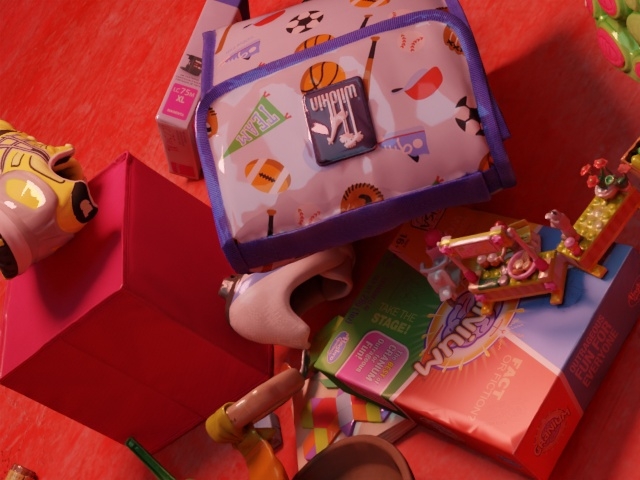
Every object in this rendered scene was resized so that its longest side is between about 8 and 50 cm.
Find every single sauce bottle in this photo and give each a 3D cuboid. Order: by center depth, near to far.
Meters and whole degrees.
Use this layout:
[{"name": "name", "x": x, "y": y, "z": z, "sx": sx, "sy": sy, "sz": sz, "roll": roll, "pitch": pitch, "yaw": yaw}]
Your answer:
[{"name": "sauce bottle", "x": -0.472, "y": 0.400, "z": 1.868, "sx": 0.042, "sy": 0.042, "sz": 0.128, "roll": 7, "pitch": 66, "yaw": 52}]

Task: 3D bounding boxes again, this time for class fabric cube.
[{"name": "fabric cube", "x": -0.245, "y": 0.089, "z": 1.669, "sx": 0.259, "sy": 0.258, "sz": 0.254, "roll": -34, "pitch": 39, "yaw": 27}]

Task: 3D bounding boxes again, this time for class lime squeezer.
[{"name": "lime squeezer", "x": -0.182, "y": 0.327, "z": 1.536, "sx": 0.310, "sy": 0.110, "sz": 0.059, "roll": -141, "pitch": 68, "yaw": -72}]

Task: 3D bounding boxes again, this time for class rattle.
[{"name": "rattle", "x": -0.035, "y": 0.215, "z": 1.445, "sx": 0.142, "sy": 0.199, "sz": 0.130, "roll": 39, "pitch": 101, "yaw": 13}]

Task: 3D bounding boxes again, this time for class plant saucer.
[{"name": "plant saucer", "x": 0.014, "y": 0.335, "z": 1.286, "sx": 0.278, "sy": 0.041, "sz": 0.278, "roll": -42, "pitch": 30, "yaw": 31}]

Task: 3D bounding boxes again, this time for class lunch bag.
[{"name": "lunch bag", "x": 0.037, "y": -0.137, "z": 1.413, "sx": 0.327, "sy": 0.239, "sz": 0.385, "roll": -17, "pitch": 35, "yaw": 10}]

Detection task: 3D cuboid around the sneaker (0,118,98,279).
[{"name": "sneaker", "x": -0.386, "y": -0.071, "z": 1.660, "sx": 0.147, "sy": 0.145, "sz": 0.385, "roll": -24, "pitch": 32, "yaw": -9}]

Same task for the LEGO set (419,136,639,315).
[{"name": "LEGO set", "x": 0.218, "y": -0.023, "z": 1.224, "sx": 0.287, "sy": 0.107, "sz": 0.132, "roll": -31, "pitch": 39, "yaw": 22}]

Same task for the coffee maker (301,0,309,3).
[{"name": "coffee maker", "x": 0.048, "y": -0.267, "z": 1.683, "sx": 0.171, "sy": 0.178, "sz": 0.120, "roll": -6, "pitch": 57, "yaw": 47}]

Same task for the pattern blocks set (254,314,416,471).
[{"name": "pattern blocks set", "x": 0.037, "y": 0.197, "z": 1.448, "sx": 0.325, "sy": 0.026, "sz": 0.285, "roll": -45, "pitch": 36, "yaw": 14}]

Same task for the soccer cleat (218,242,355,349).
[{"name": "soccer cleat", "x": 0.000, "y": 0.000, "z": 1.603, "sx": 0.143, "sy": 0.116, "sz": 0.331, "roll": 19, "pitch": 62, "yaw": 20}]

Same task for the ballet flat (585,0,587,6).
[{"name": "ballet flat", "x": 0.341, "y": -0.274, "z": 1.435, "sx": 0.073, "sy": 0.080, "sz": 0.232, "roll": -49, "pitch": 33, "yaw": 28}]

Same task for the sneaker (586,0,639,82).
[{"name": "sneaker", "x": 0.376, "y": -0.344, "z": 1.316, "sx": 0.202, "sy": 0.185, "sz": 0.483, "roll": -3, "pitch": 47, "yaw": 8}]

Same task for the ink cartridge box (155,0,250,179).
[{"name": "ink cartridge box", "x": -0.170, "y": -0.271, "z": 1.957, "sx": 0.186, "sy": 0.065, "sz": 0.311, "roll": 91, "pitch": -164, "yaw": -68}]

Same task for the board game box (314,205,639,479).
[{"name": "board game box", "x": 0.167, "y": 0.090, "z": 1.320, "sx": 0.316, "sy": 0.064, "sz": 0.242, "roll": 16, "pitch": 69, "yaw": 51}]
